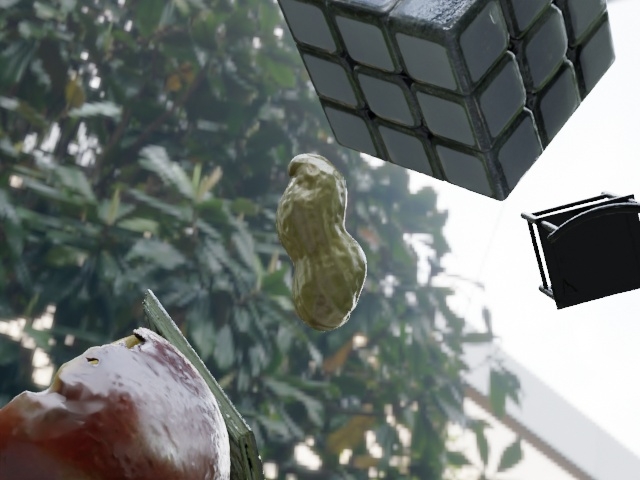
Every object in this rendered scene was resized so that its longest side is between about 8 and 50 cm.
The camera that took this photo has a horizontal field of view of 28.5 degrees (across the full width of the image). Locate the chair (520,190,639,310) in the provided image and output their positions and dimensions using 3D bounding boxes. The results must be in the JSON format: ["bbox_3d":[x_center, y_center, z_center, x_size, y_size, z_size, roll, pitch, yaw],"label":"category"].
[{"bbox_3d":[0.379,0.011,1.747,0.155,0.260,0.141,-15,-84,1],"label":"chair"}]

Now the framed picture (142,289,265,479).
[{"bbox_3d":[-0.123,0.216,1.399,0.018,0.293,0.231,-22,-54,-19],"label":"framed picture"}]

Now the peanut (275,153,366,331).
[{"bbox_3d":[0.000,0.000,1.278,0.082,0.187,0.082,-13,-16,-4],"label":"peanut"}]

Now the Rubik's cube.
[{"bbox_3d":[0.172,-0.282,1.650,0.301,0.305,0.303,25,-25,37],"label":"Rubik's cube"}]

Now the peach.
[{"bbox_3d":[-0.137,0.150,0.836,0.159,0.267,0.154,-29,-92,7],"label":"peach"}]
